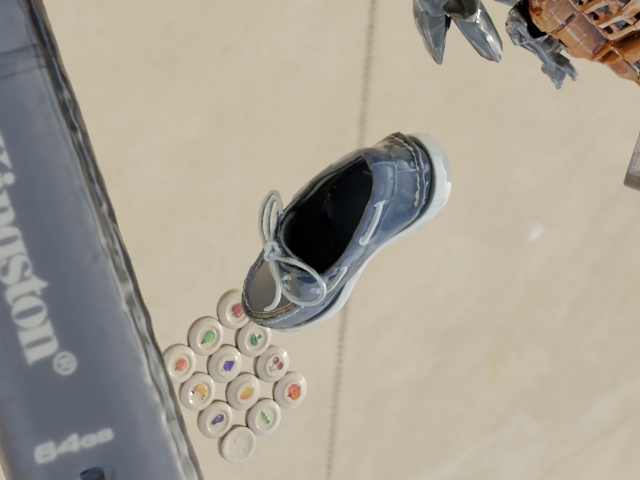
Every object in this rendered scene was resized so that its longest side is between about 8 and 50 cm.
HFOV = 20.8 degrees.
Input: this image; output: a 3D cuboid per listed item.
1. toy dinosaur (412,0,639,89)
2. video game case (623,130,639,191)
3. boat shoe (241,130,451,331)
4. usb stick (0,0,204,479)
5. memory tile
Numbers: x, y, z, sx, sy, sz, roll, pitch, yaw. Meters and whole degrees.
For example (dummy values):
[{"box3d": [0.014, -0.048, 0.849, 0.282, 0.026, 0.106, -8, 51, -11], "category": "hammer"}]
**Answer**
[{"box3d": [0.084, -0.174, 0.749, 0.164, 0.322, 0.218, -26, 180, 9], "category": "toy dinosaur"}, {"box3d": [0.338, -0.153, 1.371, 0.035, 0.248, 0.275, 17, 95, -14], "category": "video game case"}, {"box3d": [0.000, 0.000, 1.335, 0.079, 0.095, 0.254, -4, 160, -38], "category": "boat shoe"}, {"box3d": [-0.121, -0.006, 0.701, 0.077, 0.278, 0.045, -19, 179, -8], "category": "usb stick"}, {"box3d": [-0.079, 0.128, 1.623, 0.113, 0.012, 0.148, -43, 123, -17], "category": "memory tile"}]
